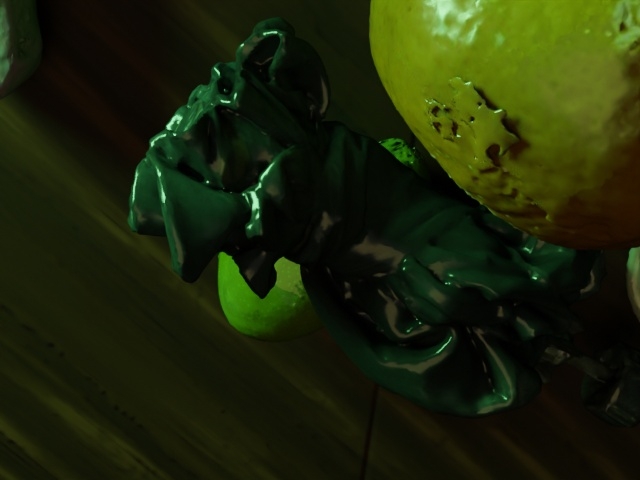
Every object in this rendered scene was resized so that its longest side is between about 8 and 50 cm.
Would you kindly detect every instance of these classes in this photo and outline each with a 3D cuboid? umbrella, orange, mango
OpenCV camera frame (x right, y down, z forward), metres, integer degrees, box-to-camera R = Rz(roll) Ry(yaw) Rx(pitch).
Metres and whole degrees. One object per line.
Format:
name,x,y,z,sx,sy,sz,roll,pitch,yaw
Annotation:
umbrella,0.063,0.015,0.739,0.349,0.094,0.143,32,100,-19
orange,0.131,-0.098,0.648,0.219,0.219,0.193,34,121,-8
mango,0.000,0.000,0.809,0.165,0.074,0.091,-42,94,22

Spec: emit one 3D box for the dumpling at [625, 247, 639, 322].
dumpling,0.245,-0.021,0.741,0.169,0.100,0.134,-37,76,45

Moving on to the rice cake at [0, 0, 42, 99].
rice cake,-0.187,-0.258,0.711,0.064,0.070,0.399,7,120,3
